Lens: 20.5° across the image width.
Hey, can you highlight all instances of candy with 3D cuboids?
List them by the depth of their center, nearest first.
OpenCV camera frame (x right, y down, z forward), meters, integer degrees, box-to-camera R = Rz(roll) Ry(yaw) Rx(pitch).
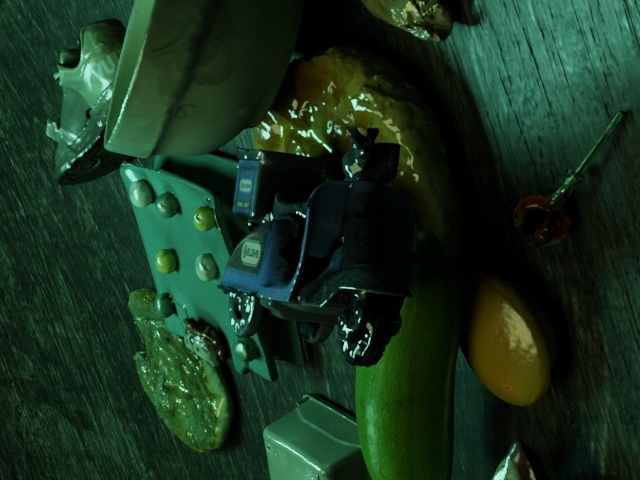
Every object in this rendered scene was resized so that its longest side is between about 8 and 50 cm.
[{"bbox_3d":[0.233,-0.058,1.621,0.055,0.049,0.184,31,135,0],"label":"candy"}]

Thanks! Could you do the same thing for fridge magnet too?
[{"bbox_3d":[0.186,0.098,1.773,0.143,0.063,0.143,39,141,42],"label":"fridge magnet"}]

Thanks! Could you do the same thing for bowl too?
[{"bbox_3d":[-0.120,-0.224,1.869,0.307,0.163,0.307,-164,90,-76],"label":"bowl"}]

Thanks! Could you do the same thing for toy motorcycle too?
[{"bbox_3d":[0.000,0.000,1.692,0.358,0.125,0.212,-171,88,-67],"label":"toy motorcycle"}]

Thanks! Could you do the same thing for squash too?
[{"bbox_3d":[0.089,0.140,1.818,0.107,0.107,0.395,41,146,37],"label":"squash"}]

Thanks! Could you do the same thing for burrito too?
[{"bbox_3d":[0.077,-0.233,1.737,0.149,0.041,0.055,35,125,47],"label":"burrito"}]

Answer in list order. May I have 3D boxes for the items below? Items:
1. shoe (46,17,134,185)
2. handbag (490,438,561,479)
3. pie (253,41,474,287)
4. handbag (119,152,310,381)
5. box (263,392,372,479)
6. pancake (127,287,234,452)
[{"bbox_3d":[-0.295,-0.187,2.308,0.293,0.109,0.149,-41,71,56],"label":"shoe"},{"bbox_3d":[0.225,0.331,1.819,0.213,0.127,0.235,58,161,17],"label":"handbag"},{"bbox_3d":[0.041,-0.054,1.887,0.339,0.083,0.339,37,141,38],"label":"pie"},{"bbox_3d":[-0.144,0.028,2.213,0.269,0.100,0.274,20,126,51],"label":"handbag"},{"bbox_3d":[0.005,0.275,2.154,0.172,0.093,0.124,25,131,49],"label":"box"},{"bbox_3d":[-0.197,0.183,2.471,0.253,0.037,0.253,38,141,39],"label":"pancake"}]
